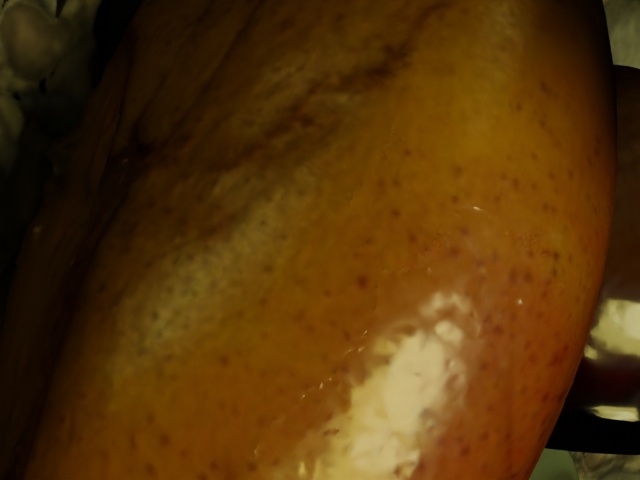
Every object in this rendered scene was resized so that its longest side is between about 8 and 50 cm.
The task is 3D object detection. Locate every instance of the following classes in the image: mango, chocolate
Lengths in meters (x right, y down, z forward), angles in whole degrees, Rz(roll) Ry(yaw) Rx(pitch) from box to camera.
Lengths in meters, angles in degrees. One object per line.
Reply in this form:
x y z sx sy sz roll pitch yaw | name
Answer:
0.000 0.000 0.607 0.201 0.199 0.350 75 39 -74 | mango
0.111 0.006 0.741 0.176 0.176 0.177 -22 125 -35 | chocolate

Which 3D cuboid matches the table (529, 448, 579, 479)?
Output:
0.089 0.165 0.800 0.198 0.166 0.166 4 108 -54 | table
